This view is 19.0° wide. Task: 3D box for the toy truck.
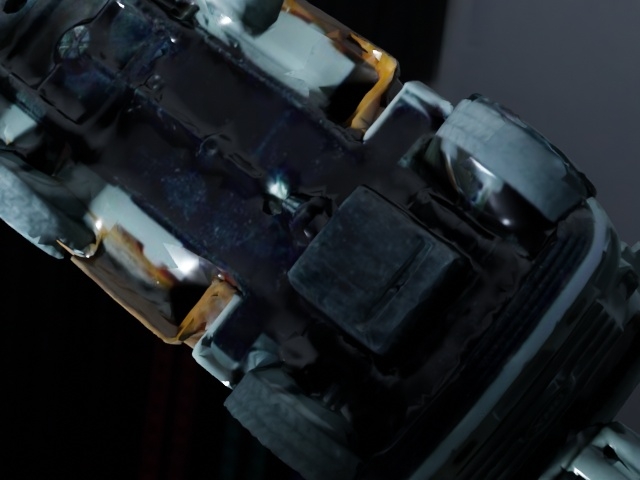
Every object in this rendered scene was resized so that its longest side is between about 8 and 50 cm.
[{"bbox_3d":[0.000,0.000,0.700,0.338,0.133,0.184,37,178,34],"label":"toy truck"}]
